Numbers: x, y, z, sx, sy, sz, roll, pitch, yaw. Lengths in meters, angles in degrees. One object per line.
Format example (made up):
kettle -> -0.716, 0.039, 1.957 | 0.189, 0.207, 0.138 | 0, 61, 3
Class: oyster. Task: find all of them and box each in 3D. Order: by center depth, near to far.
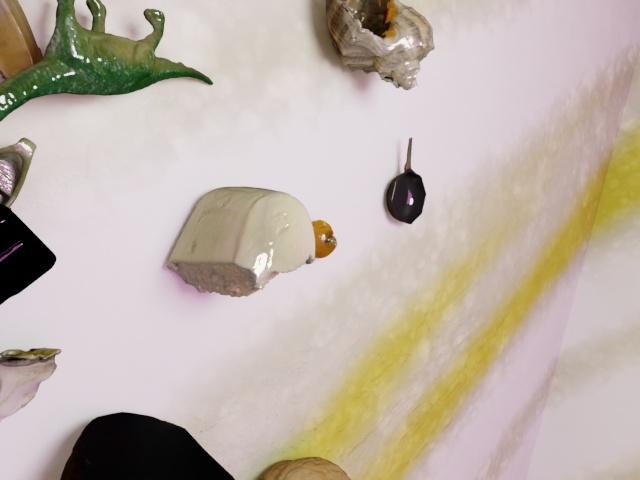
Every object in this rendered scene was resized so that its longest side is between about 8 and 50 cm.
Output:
oyster -> -0.461, 0.197, 0.557 | 0.214, 0.083, 0.223 | -43, 161, 14

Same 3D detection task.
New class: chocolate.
chocolate -> -0.289, 0.423, 0.677 | 0.283, 0.283, 0.186 | 32, 93, -41

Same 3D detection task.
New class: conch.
conch -> 0.101, -0.425, 0.913 | 0.210, 0.159, 0.291 | -23, 75, -27

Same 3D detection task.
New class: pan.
pan -> 0.221, -0.146, 1.136 | 0.128, 0.048, 0.202 | 14, 90, -43

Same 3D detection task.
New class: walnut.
walnut -> -0.034, 0.575, 0.950 | 0.261, 0.225, 0.225 | 38, 73, -41

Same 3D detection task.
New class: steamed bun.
steamed bun -> -0.116, 0.016, 0.750 | 0.170, 0.225, 0.200 | 40, 70, -39

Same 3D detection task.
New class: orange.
orange -> 0.000, 0.000, 0.961 | 0.086, 0.062, 0.086 | -9, 105, -37

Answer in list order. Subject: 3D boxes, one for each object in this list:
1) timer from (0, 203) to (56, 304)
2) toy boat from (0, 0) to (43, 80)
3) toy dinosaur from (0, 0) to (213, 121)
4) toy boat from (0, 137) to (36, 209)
timer -> -0.431, 0.054, 0.546 | 0.187, 0.055, 0.144 | -47, 168, -24
toy boat -> -0.397, -0.279, 0.546 | 0.064, 0.072, 0.206 | -22, 115, -9
toy dinosaur -> -0.285, -0.180, 0.569 | 0.447, 0.087, 0.301 | 6, 78, -57
toy boat -> -0.432, -0.057, 0.559 | 0.089, 0.071, 0.185 | 47, 67, -36
